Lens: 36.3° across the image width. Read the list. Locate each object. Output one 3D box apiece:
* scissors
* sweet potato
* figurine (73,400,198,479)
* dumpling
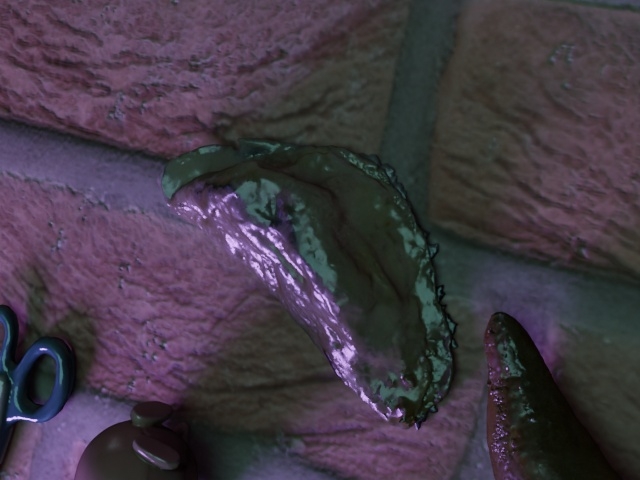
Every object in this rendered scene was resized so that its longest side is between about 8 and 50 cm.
[{"bbox_3d":[-0.350,0.212,1.016,0.138,0.041,0.289,27,102,14],"label":"scissors"},{"bbox_3d":[0.213,0.197,0.721,0.310,0.098,0.124,41,86,21],"label":"sweet potato"},{"bbox_3d":[-0.163,0.226,0.890,0.125,0.125,0.138,23,111,23],"label":"figurine"},{"bbox_3d":[-0.003,0.003,0.827,0.332,0.086,0.166,41,110,14],"label":"dumpling"}]
